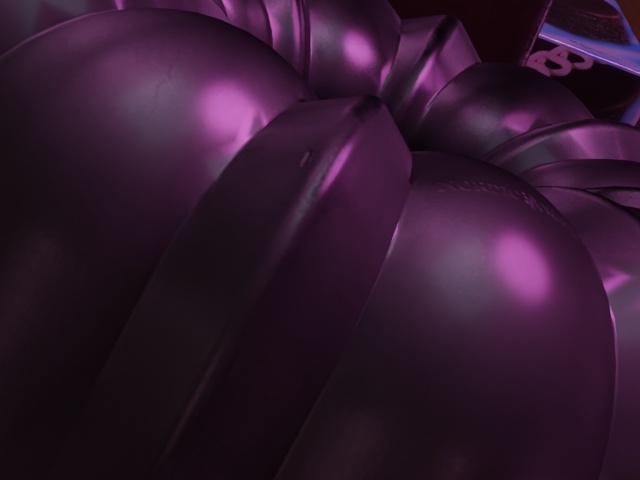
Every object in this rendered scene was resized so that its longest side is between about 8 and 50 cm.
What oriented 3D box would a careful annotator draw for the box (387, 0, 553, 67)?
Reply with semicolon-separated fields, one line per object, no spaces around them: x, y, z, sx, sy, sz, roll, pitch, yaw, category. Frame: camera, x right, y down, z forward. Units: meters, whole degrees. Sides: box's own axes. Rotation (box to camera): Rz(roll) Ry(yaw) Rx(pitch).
-0.017;-0.133;0.682;0.203;0.167;0.168;21;13;-10;box

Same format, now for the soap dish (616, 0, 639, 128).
0.276;-0.119;1.003;0.229;0.118;0.291;19;25;-12;soap dish

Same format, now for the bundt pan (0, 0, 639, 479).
0.000;0.000;0.469;0.331;0.124;0.331;25;17;-8;bundt pan

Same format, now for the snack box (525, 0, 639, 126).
0.011;-0.155;0.903;0.322;0.060;0.187;19;26;-12;snack box
